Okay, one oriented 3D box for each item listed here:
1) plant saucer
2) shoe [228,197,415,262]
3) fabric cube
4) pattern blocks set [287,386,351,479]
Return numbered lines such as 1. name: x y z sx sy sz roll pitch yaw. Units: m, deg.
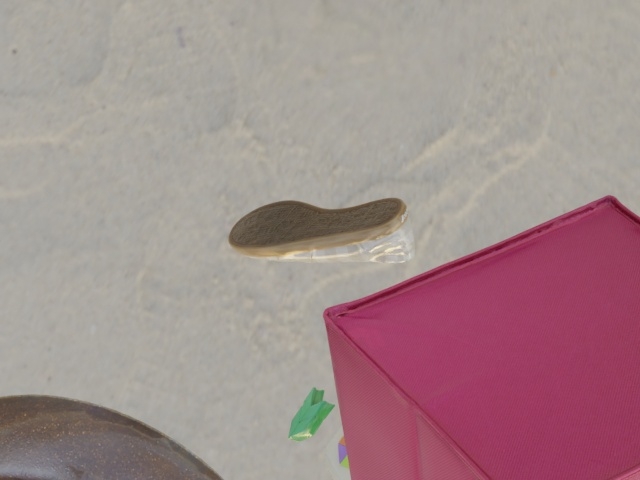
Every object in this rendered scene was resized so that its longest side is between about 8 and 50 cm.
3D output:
1. plant saucer: -0.097 0.137 0.537 0.168 0.029 0.168 8 120 14
2. shoe: 0.000 0.000 1.430 0.219 0.076 0.058 -3 133 34
3. fabric cube: 0.177 0.165 0.951 0.254 0.259 0.258 -21 124 -18
4. pattern blocks set: 0.074 0.215 1.301 0.026 0.325 0.285 19 101 -39
